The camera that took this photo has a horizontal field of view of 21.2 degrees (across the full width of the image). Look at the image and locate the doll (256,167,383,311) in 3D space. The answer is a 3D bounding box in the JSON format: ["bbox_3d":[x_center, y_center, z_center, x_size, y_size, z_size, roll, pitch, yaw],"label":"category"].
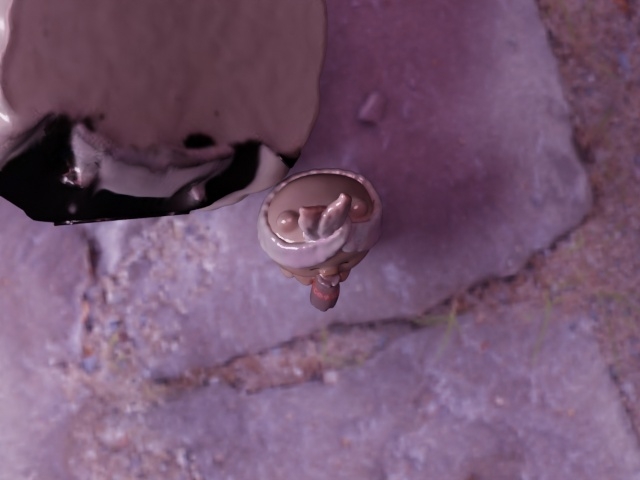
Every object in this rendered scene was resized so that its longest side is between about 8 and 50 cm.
[{"bbox_3d":[0.000,0.000,1.000,0.073,0.127,0.084,-2,88,-1],"label":"doll"}]

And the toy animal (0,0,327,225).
[{"bbox_3d":[-0.119,-0.108,0.965,0.208,0.156,0.204,4,89,-37],"label":"toy animal"}]
